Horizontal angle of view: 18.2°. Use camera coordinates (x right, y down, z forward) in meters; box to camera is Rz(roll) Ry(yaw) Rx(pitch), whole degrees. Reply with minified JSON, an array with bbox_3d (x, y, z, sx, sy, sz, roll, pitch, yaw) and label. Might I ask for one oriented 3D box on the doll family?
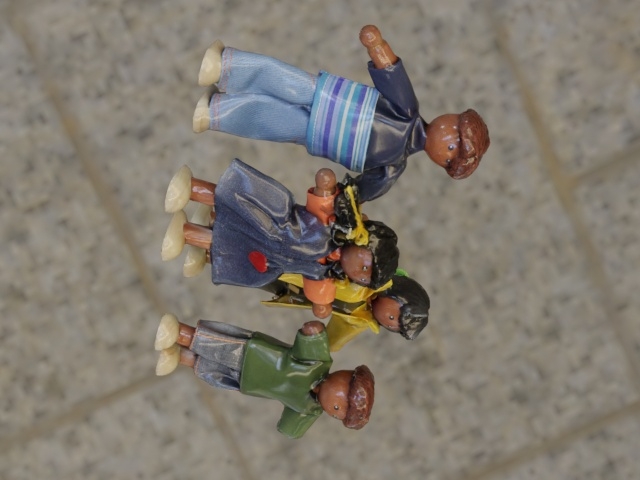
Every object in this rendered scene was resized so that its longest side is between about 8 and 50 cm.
[{"bbox_3d":[0.000,0.000,0.789,0.193,0.111,0.076,96,-167,-51],"label":"doll family"}]
